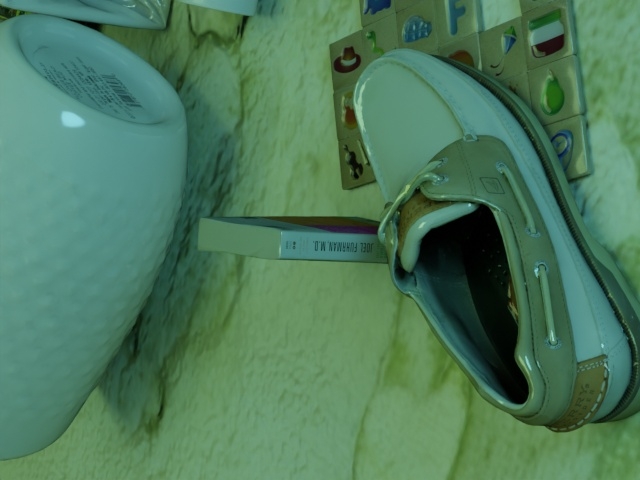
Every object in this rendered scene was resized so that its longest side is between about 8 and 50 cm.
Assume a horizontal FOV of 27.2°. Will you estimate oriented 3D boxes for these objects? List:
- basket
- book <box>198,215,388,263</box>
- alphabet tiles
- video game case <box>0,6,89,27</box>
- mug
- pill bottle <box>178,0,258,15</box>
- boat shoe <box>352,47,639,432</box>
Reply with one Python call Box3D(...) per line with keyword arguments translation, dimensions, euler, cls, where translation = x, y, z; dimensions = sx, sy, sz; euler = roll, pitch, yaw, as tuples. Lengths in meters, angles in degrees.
Box3D(translation=(-0.229, -0.261, 1.218), dimensions=(0.103, 0.167, 0.113), euler=(19, 103, 56), cls="basket")
Box3D(translation=(0.000, 0.000, 0.936), dimensions=(0.096, 0.144, 0.035), euler=(8, 94, 51), cls="book")
Box3D(translation=(0.088, -0.117, 0.943), dimensions=(0.237, 0.009, 0.198), euler=(-16, 76, 49), cls="alphabet tiles")
Box3D(translation=(-0.323, -0.267, 1.405), dimensions=(0.275, 0.035, 0.248), euler=(27, 108, 45), cls="video game case")
Box3D(translation=(-0.289, -0.049, 1.194), dimensions=(0.328, 0.276, 0.374), euler=(-55, 46, 24), cls="mug")
Box3D(translation=(-0.071, -0.269, 1.083), dimensions=(0.087, 0.087, 0.160), euler=(23, 106, 49), cls="pill bottle")
Box3D(translation=(0.095, -0.014, 0.842), dimensions=(0.302, 0.103, 0.113), euler=(57, 131, 32), cls="boat shoe")
